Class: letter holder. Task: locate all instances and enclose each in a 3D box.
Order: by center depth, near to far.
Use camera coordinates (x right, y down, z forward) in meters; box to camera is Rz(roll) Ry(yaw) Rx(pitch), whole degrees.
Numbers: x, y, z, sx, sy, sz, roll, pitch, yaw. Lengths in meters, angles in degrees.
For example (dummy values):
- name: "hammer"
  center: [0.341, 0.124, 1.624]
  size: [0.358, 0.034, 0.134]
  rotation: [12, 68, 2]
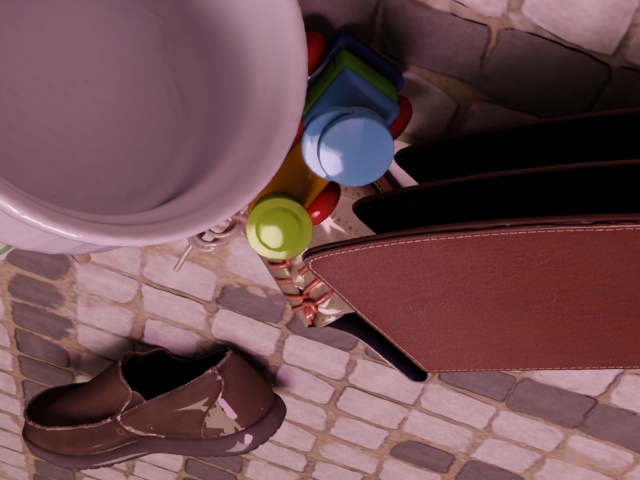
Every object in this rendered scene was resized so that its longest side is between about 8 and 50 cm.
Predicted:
- name: "letter holder"
  center: [0.165, -0.016, 0.929]
  size: [0.302, 0.152, 0.214]
  rotation: [-6, 149, 36]

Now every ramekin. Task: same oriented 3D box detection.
- name: "ramekin"
  center: [-0.160, -0.121, 0.865]
  size: [0.277, 0.277, 0.135]
  rotation: [32, 156, -20]

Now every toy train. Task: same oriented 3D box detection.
- name: "toy train"
  center: [-0.035, -0.028, 0.957]
  size: [0.105, 0.143, 0.248]
  rotation: [35, 111, -17]

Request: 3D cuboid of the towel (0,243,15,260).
- name: "towel"
  center: [-0.495, -0.078, 1.360]
  size: [0.248, 0.038, 0.325]
  rotation: [-3, 141, 31]

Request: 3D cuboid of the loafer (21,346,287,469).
- name: "loafer"
  center: [-0.214, 0.183, 1.560]
  size: [0.366, 0.134, 0.130]
  rotation: [-9, 113, 26]

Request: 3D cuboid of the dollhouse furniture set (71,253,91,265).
- name: "dollhouse furniture set"
  center: [-0.233, -0.100, 1.118]
  size: [0.184, 0.129, 0.129]
  rotation: [37, 162, 34]

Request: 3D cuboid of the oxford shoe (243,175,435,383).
- name: "oxford shoe"
  center: [0.000, 0.000, 1.094]
  size: [0.348, 0.130, 0.123]
  rotation: [33, 148, -25]
